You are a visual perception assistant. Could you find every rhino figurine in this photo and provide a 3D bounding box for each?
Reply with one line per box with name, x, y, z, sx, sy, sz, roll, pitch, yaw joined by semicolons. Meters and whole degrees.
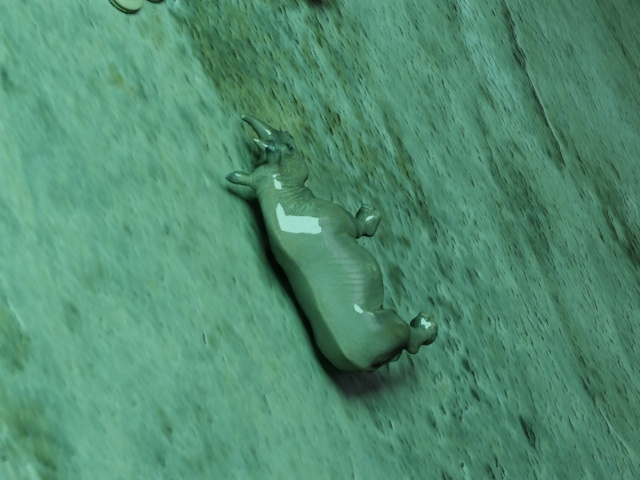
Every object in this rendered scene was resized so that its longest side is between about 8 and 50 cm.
rhino figurine;0.000;0.000;0.994;0.243;0.073;0.106;60;34;1

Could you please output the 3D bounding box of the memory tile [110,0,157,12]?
memory tile;-0.152;-0.255;1.025;0.113;0.012;0.148;57;38;-5
